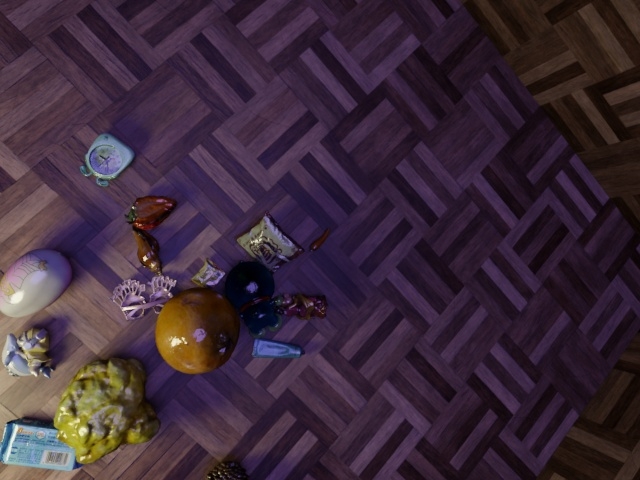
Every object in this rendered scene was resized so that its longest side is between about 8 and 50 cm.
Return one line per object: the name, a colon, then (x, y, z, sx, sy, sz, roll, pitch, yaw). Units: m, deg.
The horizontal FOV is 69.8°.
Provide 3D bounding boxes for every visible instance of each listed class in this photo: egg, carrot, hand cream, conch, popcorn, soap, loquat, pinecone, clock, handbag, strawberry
egg: (-1.020, 0.150, 1.629, 0.271, 0.196, 0.196, -36, 99, -13)
carrot: (0.000, 0.000, 2.035, 0.035, 0.035, 0.142, 46, 69, -11)
hand cream: (-0.177, 0.471, 1.964, 0.224, 0.048, 0.083, 10, 85, -11)
conch: (-0.676, 0.032, 1.798, 0.086, 0.080, 0.233, -12, 91, -25)
popcorn: (-0.762, 0.594, 1.649, 0.292, 0.293, 0.334, -15, 91, 13)
soap: (-1.001, 0.748, 1.677, 0.293, 0.077, 0.156, 18, 82, -17)
loquat: (-0.457, 0.339, 1.731, 0.328, 0.328, 0.328, 1, 88, -17)
pinecone: (-0.378, 0.989, 1.817, 0.184, 0.179, 0.205, 26, 91, 1)
clock: (-0.827, -0.309, 1.771, 0.148, 0.060, 0.188, 39, 78, -13)
handbag: (-0.214, 0.014, 1.912, 0.213, 0.127, 0.235, -36, 107, 24)
strawberry: (-0.668, -0.106, 1.801, 0.140, 0.085, 0.192, 28, 54, 4)

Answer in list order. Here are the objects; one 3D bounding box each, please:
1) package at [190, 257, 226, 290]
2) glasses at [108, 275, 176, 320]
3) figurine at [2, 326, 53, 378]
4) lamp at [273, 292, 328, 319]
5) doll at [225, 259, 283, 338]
package: (-0.458, 0.149, 1.888, 0.108, 0.031, 0.121, 37, 84, -12)
glasses: (-0.685, 0.222, 1.784, 0.255, 0.095, 0.162, -9, 86, -20)
figurine: (-1.043, 0.411, 1.654, 0.184, 0.128, 0.208, -47, 109, -16)
lamp: (-0.095, 0.280, 1.959, 0.253, 0.118, 0.118, 3, 88, -11)
doll: (-0.267, 0.215, 1.830, 0.198, 0.186, 0.322, -28, 64, -4)
